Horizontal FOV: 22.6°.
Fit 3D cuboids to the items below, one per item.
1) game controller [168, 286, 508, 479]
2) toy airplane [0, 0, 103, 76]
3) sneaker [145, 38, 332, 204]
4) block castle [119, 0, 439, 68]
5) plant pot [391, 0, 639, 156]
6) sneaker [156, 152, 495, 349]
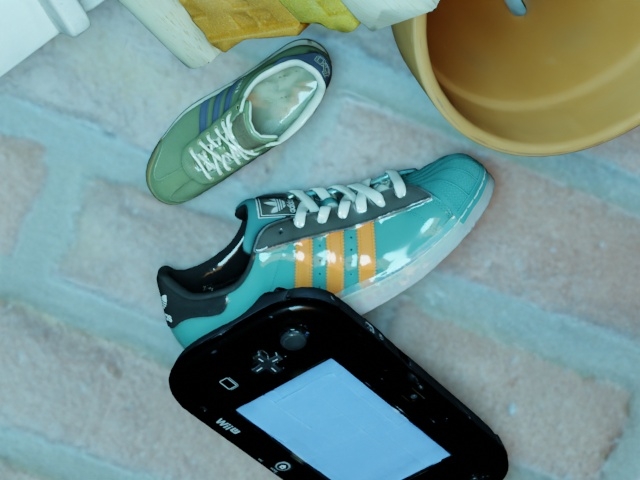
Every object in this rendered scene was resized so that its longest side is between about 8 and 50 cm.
[{"bbox_3d":[0.020,0.153,1.357,0.166,0.067,0.319,-36,128,16],"label":"game controller"},{"bbox_3d":[-0.295,-0.310,1.189,0.386,0.272,0.384,-2,121,-43],"label":"toy airplane"},{"bbox_3d":[-0.068,-0.095,1.332,0.192,0.086,0.064,-39,105,4],"label":"sneaker"},{"bbox_3d":[0.008,-0.351,1.084,0.213,0.303,0.453,44,64,-30],"label":"block castle"},{"bbox_3d":[0.163,-0.239,1.229,0.291,0.203,0.291,-14,129,-17],"label":"plant pot"},{"bbox_3d":[0.000,0.000,1.354,0.302,0.108,0.121,-33,110,4],"label":"sneaker"}]
